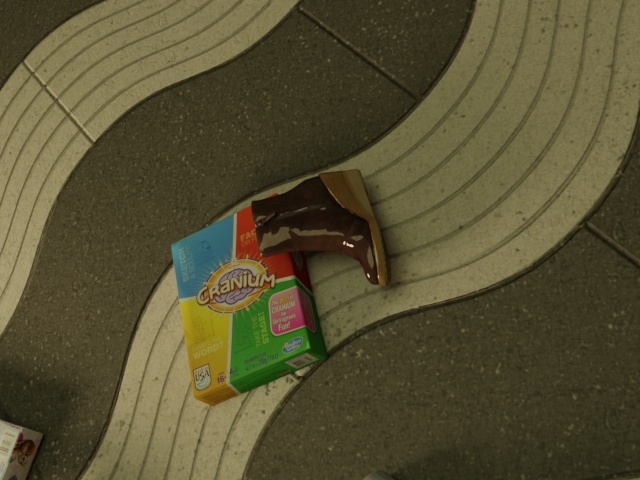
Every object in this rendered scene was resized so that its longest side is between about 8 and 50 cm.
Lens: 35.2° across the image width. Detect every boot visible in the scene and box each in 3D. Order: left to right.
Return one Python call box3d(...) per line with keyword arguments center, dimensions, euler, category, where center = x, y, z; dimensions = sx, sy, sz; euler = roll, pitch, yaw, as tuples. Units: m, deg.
box3d(center=(0.000, 0.000, 1.716), dimensions=(0.207, 0.090, 0.248), euler=(-19, 56, 3), category="boot")

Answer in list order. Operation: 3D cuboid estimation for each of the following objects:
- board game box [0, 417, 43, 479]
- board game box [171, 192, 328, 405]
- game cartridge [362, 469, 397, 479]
box3d(center=(-0.724, 0.484, 1.970), dimensions=(0.318, 0.066, 0.318), euler=(11, 75, 34), category="board game box")
box3d(center=(-0.134, 0.103, 1.794), dimensions=(0.242, 0.064, 0.316), euler=(-26, 58, 19), category="board game box")
box3d(center=(0.067, 0.504, 1.500), dimensions=(0.196, 0.060, 0.294), euler=(27, 83, 40), category="game cartridge")
